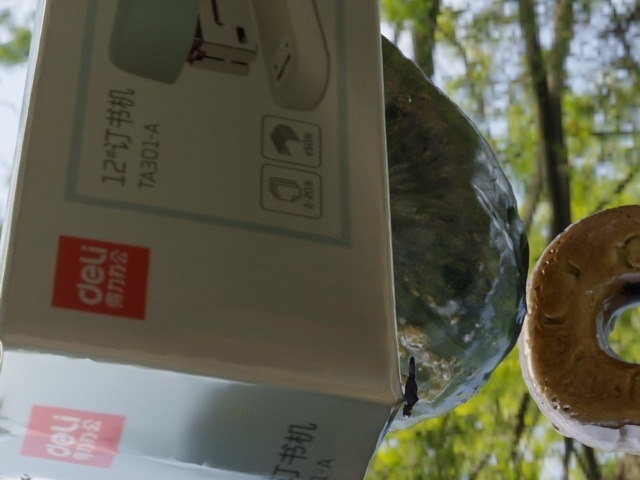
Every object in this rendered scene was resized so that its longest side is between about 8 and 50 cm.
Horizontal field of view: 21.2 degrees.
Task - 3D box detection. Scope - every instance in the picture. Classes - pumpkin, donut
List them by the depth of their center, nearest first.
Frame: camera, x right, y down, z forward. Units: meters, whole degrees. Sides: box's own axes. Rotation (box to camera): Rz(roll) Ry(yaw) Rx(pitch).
[{"bbox_3d":[0.000,0.000,1.305,0.291,0.257,0.328,-34,-93,2],"label":"pumpkin"},{"bbox_3d":[0.274,0.077,1.448,0.226,0.114,0.227,-3,-101,14],"label":"donut"}]

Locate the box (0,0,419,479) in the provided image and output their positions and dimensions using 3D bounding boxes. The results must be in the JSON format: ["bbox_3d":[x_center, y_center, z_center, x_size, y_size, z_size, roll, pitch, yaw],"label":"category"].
[{"bbox_3d":[-0.044,-0.031,0.628,0.135,0.079,0.269,10,-132,-11],"label":"box"}]
